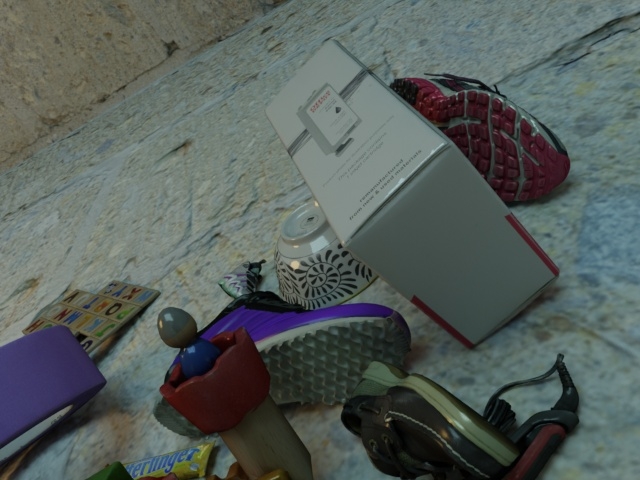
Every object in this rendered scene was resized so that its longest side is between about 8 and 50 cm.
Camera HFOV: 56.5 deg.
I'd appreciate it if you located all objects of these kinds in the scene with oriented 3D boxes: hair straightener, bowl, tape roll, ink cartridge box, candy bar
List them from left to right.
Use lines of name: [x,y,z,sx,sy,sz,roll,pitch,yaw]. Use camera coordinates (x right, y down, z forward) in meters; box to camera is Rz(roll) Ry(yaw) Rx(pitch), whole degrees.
tape roll: [-0.394,0.216,0.692,0.275,0.090,0.275,-37,-2,-2]
candy bar: [-0.182,0.250,0.647,0.161,0.018,0.040,-19,34,22]
bowl: [0.000,0.000,0.756,0.170,0.080,0.170,-25,32,17]
ink cartridge box: [0.078,-0.058,0.603,0.117,0.207,0.283,-44,36,12]
hair straightener: [0.114,0.170,0.450,0.230,0.047,0.089,-47,34,-20]

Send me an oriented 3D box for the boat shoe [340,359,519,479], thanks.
boat shoe: [0.068,0.145,0.450,0.073,0.080,0.223,-51,7,-11]

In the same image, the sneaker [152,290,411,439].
sneaker: [-0.047,0.102,0.640,0.293,0.102,0.146,-21,33,21]

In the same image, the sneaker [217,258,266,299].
sneaker: [-0.097,0.053,0.814,0.069,0.038,0.098,-44,33,-13]

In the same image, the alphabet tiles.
alphabet tiles: [-0.399,0.132,0.983,0.237,0.009,0.198,5,40,44]

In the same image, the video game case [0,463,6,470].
video game case: [-0.470,0.243,0.919,0.227,0.026,0.206,10,53,48]

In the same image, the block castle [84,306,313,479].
block castle: [-0.232,0.253,0.416,0.453,0.213,0.303,-31,9,8]

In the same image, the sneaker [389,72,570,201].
sneaker: [0.199,-0.148,0.746,0.112,0.121,0.299,-12,34,-21]
